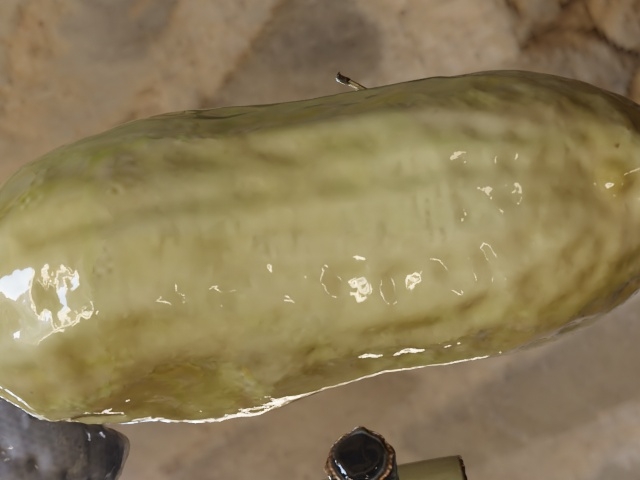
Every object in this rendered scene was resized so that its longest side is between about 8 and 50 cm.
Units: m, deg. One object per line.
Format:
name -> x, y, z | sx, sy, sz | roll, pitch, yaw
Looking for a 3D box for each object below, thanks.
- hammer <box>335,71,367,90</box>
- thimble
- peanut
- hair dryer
hammer -> 0.066, -0.100, 1.442 | 0.014, 0.123, 0.029 | -59, 0, 3
thimble -> -0.289, 0.184, 1.479 | 0.245, 0.157, 0.217 | 28, -9, -31
peanut -> 0.000, 0.000, 0.784 | 0.318, 0.147, 0.147 | -12, -16, -1
hair dryer -> 0.042, 0.240, 1.656 | 0.203, 0.128, 0.362 | -11, -23, 1
